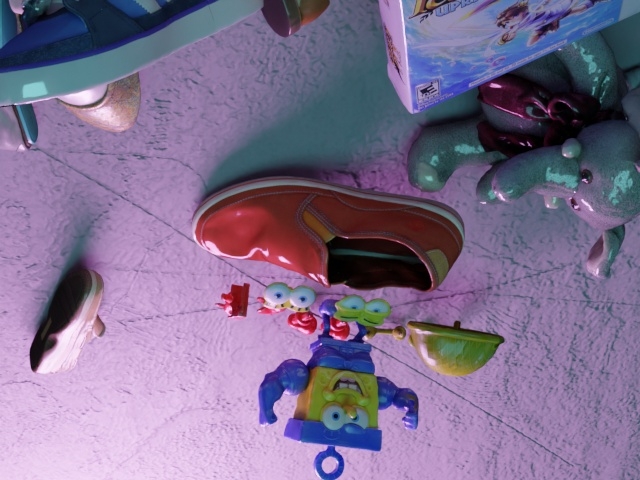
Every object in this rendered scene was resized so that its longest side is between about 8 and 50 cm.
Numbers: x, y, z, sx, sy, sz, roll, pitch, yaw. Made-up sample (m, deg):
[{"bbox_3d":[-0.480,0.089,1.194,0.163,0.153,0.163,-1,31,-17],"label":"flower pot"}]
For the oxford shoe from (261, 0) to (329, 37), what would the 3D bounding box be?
[{"bbox_3d":[-0.038,-0.316,1.226,0.076,0.076,0.212,-31,131,-21],"label":"oxford shoe"}]

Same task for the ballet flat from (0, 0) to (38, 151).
[{"bbox_3d":[-0.349,-0.183,1.283,0.068,0.072,0.213,0,130,2],"label":"ballet flat"}]

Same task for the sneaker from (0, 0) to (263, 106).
[{"bbox_3d":[-0.201,-0.275,1.093,0.130,0.323,0.236,2,117,47],"label":"sneaker"}]

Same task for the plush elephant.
[{"bbox_3d":[0.260,-0.105,1.306,0.330,0.255,0.271,1,130,-8],"label":"plush elephant"}]

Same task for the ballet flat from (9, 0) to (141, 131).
[{"bbox_3d":[-0.265,-0.232,1.216,0.123,0.123,0.348,-7,130,-2],"label":"ballet flat"}]

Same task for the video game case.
[{"bbox_3d":[0.184,-0.247,1.109,0.270,0.061,0.244,-25,155,-3],"label":"video game case"}]

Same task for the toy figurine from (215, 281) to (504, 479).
[{"bbox_3d":[0.036,0.192,1.509,0.363,0.217,0.191,12,165,-22],"label":"toy figurine"}]

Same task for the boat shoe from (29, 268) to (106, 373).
[{"bbox_3d":[-0.306,0.103,1.540,0.072,0.068,0.190,10,139,-31],"label":"boat shoe"}]

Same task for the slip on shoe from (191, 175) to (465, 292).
[{"bbox_3d":[0.000,0.000,1.425,0.331,0.101,0.123,6,135,15],"label":"slip on shoe"}]
